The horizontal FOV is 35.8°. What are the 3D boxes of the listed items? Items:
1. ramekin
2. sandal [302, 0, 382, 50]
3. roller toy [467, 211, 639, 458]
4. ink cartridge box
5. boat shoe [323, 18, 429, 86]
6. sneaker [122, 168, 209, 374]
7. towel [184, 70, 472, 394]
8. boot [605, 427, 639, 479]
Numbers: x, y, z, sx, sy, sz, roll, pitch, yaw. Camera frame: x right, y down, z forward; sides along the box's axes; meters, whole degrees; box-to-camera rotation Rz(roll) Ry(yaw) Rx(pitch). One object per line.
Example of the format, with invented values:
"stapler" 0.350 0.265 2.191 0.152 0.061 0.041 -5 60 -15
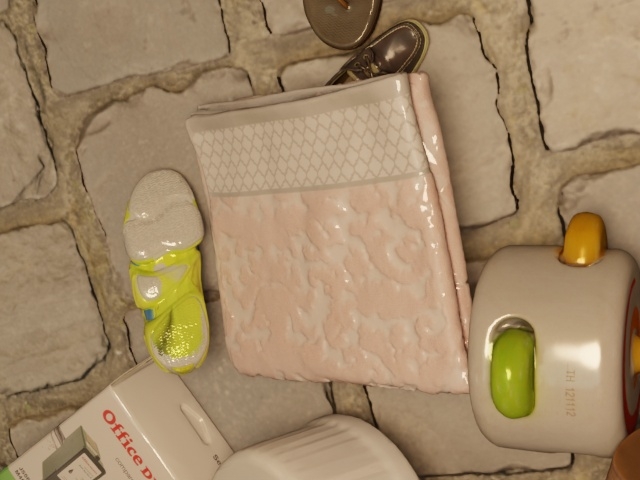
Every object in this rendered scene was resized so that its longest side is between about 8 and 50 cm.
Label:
"ramekin" -0.011 0.333 1.052 0.277 0.135 0.277 7 99 51
"sandal" 0.024 -0.301 0.979 0.089 0.060 0.220 18 110 20
"roller toy" 0.229 0.099 0.916 0.146 0.209 0.191 1 142 24
"ink cartridge box" -0.256 0.301 1.228 0.273 0.114 0.198 -39 86 27
"boat shoe" 0.048 -0.163 1.008 0.056 0.049 0.152 48 118 4
"sneaker" -0.177 0.044 1.143 0.091 0.126 0.240 -3 69 -7
"towel" 0.000 0.000 1.019 0.331 0.053 0.317 -2 103 44
"boot" 0.375 0.230 0.916 0.109 0.283 0.220 47 155 42
